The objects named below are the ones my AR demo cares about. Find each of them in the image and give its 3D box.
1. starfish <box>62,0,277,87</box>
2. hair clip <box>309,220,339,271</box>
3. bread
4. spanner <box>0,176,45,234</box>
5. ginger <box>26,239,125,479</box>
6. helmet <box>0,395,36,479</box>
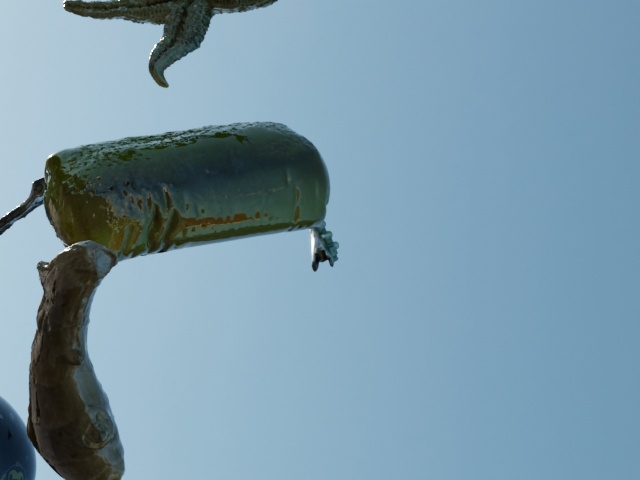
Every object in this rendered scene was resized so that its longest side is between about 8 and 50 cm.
[{"bbox_3d":[-0.177,-0.365,1.768,0.358,0.347,0.078,54,1,43],"label":"starfish"},{"bbox_3d":[0.001,0.001,1.896,0.173,0.049,0.049,-108,-174,-62],"label":"hair clip"},{"bbox_3d":[-0.158,-0.074,1.575,0.166,0.383,0.112,59,-38,29],"label":"bread"},{"bbox_3d":[-0.481,-0.026,1.920,0.325,0.093,0.026,-32,-96,25],"label":"spanner"},{"bbox_3d":[-0.249,0.133,1.295,0.131,0.086,0.295,33,-53,37],"label":"ginger"},{"bbox_3d":[-0.464,0.271,1.643,0.279,0.160,0.230,30,-6,31],"label":"helmet"}]
